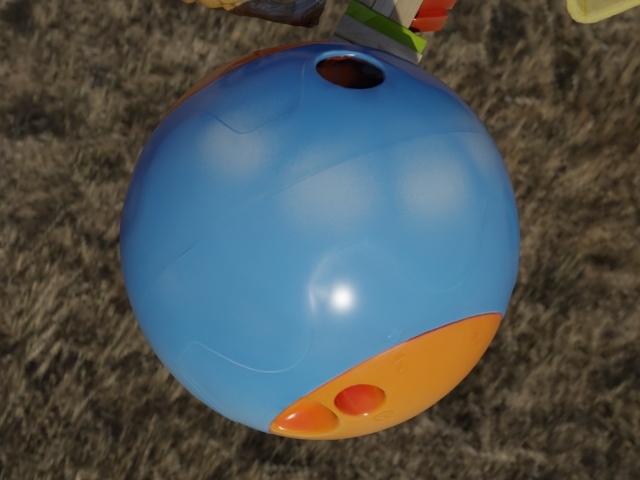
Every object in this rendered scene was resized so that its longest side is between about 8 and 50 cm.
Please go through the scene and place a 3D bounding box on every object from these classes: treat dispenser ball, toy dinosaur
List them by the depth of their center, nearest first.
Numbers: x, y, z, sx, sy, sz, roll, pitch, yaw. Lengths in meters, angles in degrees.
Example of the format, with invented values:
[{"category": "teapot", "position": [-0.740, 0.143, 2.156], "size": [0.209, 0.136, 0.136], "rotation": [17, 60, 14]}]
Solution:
[{"category": "treat dispenser ball", "position": [0.000, 0.000, 0.928], "size": [0.288, 0.288, 0.288], "rotation": [12, 48, -14]}, {"category": "toy dinosaur", "position": [-0.102, -0.201, 0.968], "size": [0.211, 0.112, 0.064], "rotation": [26, 83, 16]}]

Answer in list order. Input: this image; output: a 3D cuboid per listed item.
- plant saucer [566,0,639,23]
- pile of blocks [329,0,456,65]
[{"category": "plant saucer", "position": [0.321, -0.397, 1.091], "size": [0.332, 0.333, 0.081], "rotation": [-22, 31, 0]}, {"category": "pile of blocks", "position": [0.043, -0.134, 1.211], "size": [0.112, 0.149, 0.362], "rotation": [28, 64, -3]}]
